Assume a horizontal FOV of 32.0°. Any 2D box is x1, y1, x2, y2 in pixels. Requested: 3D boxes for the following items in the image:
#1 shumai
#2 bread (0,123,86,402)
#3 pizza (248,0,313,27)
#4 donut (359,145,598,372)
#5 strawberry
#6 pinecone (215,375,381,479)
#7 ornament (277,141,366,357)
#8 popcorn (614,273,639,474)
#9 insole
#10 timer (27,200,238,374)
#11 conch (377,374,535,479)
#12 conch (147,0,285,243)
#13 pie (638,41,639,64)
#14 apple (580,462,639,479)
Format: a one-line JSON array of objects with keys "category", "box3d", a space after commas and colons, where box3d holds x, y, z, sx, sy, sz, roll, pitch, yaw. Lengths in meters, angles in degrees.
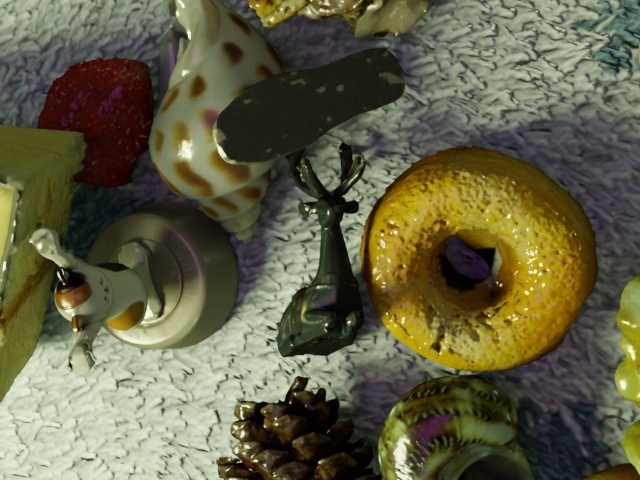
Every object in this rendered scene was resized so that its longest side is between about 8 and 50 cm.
[{"category": "shumai", "box3d": [0.058, -0.267, 1.175, 0.116, 0.145, 0.145, 42, 105, -10]}, {"category": "bread", "box3d": [-0.463, 0.017, 1.260, 0.405, 0.242, 0.345, 12, 116, 11]}, {"category": "pizza", "box3d": [0.008, -0.374, 1.132, 0.258, 0.087, 0.268, -33, 42, 15]}, {"category": "donut", "box3d": [0.165, 0.024, 1.172, 0.254, 0.118, 0.253, 1, 101, 3]}, {"category": "strawberry", "box3d": [-0.257, -0.134, 1.281, 0.146, 0.082, 0.187, 46, 120, -1]}, {"category": "pinecone", "box3d": [-0.029, 0.261, 1.208, 0.184, 0.179, 0.204, -23, 81, -25]}, {"category": "ornament", "box3d": [0.000, 0.000, 1.211, 0.080, 0.202, 0.236, 0, 76, -13]}, {"category": "popcorn", "box3d": [0.431, 0.126, 1.006, 0.312, 0.312, 0.312, 1, 95, 17]}, {"category": "insole", "box3d": [-0.009, -0.143, 1.164, 0.011, 0.248, 0.081, -17, 97, 59]}, {"category": "timer", "box3d": [-0.214, 0.052, 1.200, 0.175, 0.266, 0.175, 1, 95, 16]}, {"category": "conch", "box3d": [0.148, 0.229, 1.167, 0.187, 0.124, 0.181, 36, 77, -10]}, {"category": "conch", "box3d": [-0.110, -0.130, 1.216, 0.149, 0.182, 0.274, 7, 108, -14]}, {"category": "pie", "box3d": [0.412, -0.189, 1.106, 0.185, 0.052, 0.218, 14, 96, 20]}, {"category": "apple", "box3d": [0.309, 0.343, 1.117, 0.237, 0.207, 0.236, 0, 87, 0]}]
